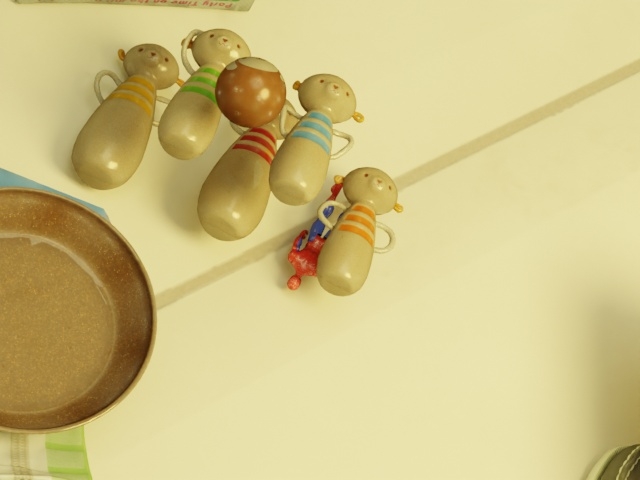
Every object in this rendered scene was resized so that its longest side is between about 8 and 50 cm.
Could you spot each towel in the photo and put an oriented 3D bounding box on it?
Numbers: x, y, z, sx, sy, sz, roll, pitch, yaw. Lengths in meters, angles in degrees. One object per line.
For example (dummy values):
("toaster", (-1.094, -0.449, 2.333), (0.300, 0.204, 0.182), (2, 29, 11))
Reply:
("towel", (-0.240, 0.139, 1.154), (0.152, 0.023, 0.113), (11, 29, -21))

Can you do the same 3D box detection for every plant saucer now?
("plant saucer", (-0.221, 0.055, 1.192), (0.199, 0.036, 0.198), (11, 60, -19))

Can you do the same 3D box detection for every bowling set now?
("bowling set", (-0.040, -0.101, 1.294), (0.287, 0.200, 0.154), (26, 53, -6))

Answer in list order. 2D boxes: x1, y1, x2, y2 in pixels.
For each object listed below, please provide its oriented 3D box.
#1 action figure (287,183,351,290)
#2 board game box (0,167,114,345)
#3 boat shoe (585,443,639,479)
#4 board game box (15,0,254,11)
("action figure", (0.000, 0.000, 1.373), (0.038, 0.030, 0.115), (33, 52, -1))
("board game box", (-0.243, 0.017, 1.247), (0.169, 0.033, 0.133), (22, 63, -11))
("boat shoe", (0.261, 0.296, 1.298), (0.109, 0.091, 0.305), (22, 57, -14))
("board game box", (-0.114, -0.309, 1.316), (0.224, 0.303, 0.097), (-2, 65, -27))
